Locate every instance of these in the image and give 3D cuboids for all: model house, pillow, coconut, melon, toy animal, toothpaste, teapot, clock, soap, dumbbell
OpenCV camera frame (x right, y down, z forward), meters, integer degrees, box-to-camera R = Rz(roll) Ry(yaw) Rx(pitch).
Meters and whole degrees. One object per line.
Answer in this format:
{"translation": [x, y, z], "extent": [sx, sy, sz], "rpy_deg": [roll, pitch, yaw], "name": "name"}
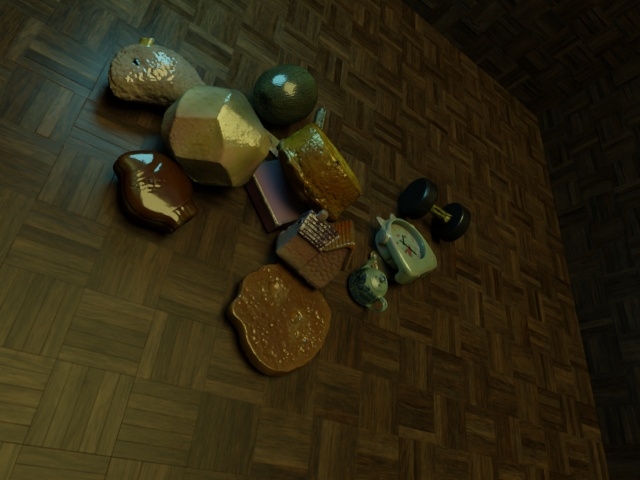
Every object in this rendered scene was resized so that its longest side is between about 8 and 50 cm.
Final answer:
{"translation": [0.000, 0.000, 1.633], "extent": [0.237, 0.237, 0.202], "rpy_deg": [43, 23, -15], "name": "model house"}
{"translation": [0.305, 0.119, 2.004], "extent": [0.211, 0.034, 0.135], "rpy_deg": [9, 61, -38], "name": "pillow"}
{"translation": [-0.330, -0.341, 1.512], "extent": [0.353, 0.353, 0.352], "rpy_deg": [18, 58, -32], "name": "coconut"}
{"translation": [-0.138, -0.603, 1.864], "extent": [0.237, 0.238, 0.302], "rpy_deg": [55, 44, -4], "name": "melon"}
{"translation": [-0.547, -0.566, 1.548], "extent": [0.359, 0.188, 0.226], "rpy_deg": [-3, 65, -49], "name": "toy animal"}
{"translation": [-0.277, -0.463, 1.812], "extent": [0.314, 0.058, 0.056], "rpy_deg": [40, 6, -22], "name": "toothpaste"}
{"translation": [0.210, 0.179, 1.820], "extent": [0.159, 0.159, 0.231], "rpy_deg": [4, 66, -38], "name": "teapot"}
{"translation": [0.363, 0.025, 2.019], "extent": [0.265, 0.108, 0.324], "rpy_deg": [-12, 66, -47], "name": "clock"}
{"translation": [-0.175, -0.174, 1.728], "extent": [0.181, 0.081, 0.259], "rpy_deg": [-22, 83, -45], "name": "soap"}
{"translation": [0.565, -0.146, 2.231], "extent": [0.323, 0.204, 0.203], "rpy_deg": [30, 53, -25], "name": "dumbbell"}
{"translation": [-0.012, -0.511, 2.057], "extent": [0.062, 0.039, 0.238], "rpy_deg": [25, 56, -22], "name": "toothpaste"}

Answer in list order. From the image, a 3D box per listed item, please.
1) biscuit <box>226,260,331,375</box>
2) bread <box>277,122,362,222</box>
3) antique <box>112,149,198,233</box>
{"translation": [-0.135, 0.261, 1.554], "extent": [0.385, 0.062, 0.364], "rpy_deg": [-33, 89, -46], "name": "biscuit"}
{"translation": [-0.009, -0.264, 1.742], "extent": [0.398, 0.215, 0.398], "rpy_deg": [52, 14, -18], "name": "bread"}
{"translation": [-0.516, -0.151, 1.406], "extent": [0.278, 0.129, 0.223], "rpy_deg": [47, 47, -11], "name": "antique"}
